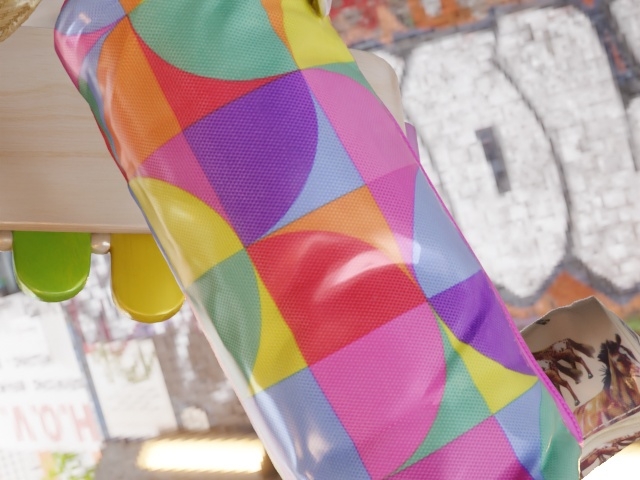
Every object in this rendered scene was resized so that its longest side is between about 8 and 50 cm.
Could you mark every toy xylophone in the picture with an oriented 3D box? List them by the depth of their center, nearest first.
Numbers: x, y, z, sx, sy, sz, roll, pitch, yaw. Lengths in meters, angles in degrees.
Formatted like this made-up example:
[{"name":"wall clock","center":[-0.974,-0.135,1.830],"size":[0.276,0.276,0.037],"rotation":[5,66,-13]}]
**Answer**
[{"name":"toy xylophone","center":[-0.083,-0.065,0.671],"size":[0.323,0.236,0.081],"rotation":[9,152,-12]}]

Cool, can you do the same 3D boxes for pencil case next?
[{"name":"pencil case","center":[0.000,0.000,0.414],"size":[0.104,0.236,0.104],"rotation":[-27,177,-2]},{"name":"pencil case","center":[0.175,0.217,1.257],"size":[0.410,0.160,0.183],"rotation":[-34,-139,5]}]

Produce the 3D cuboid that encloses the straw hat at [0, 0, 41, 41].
[{"name":"straw hat","center":[-0.172,-0.136,0.488],"size":[0.144,0.144,0.061],"rotation":[-17,-178,-18]}]
